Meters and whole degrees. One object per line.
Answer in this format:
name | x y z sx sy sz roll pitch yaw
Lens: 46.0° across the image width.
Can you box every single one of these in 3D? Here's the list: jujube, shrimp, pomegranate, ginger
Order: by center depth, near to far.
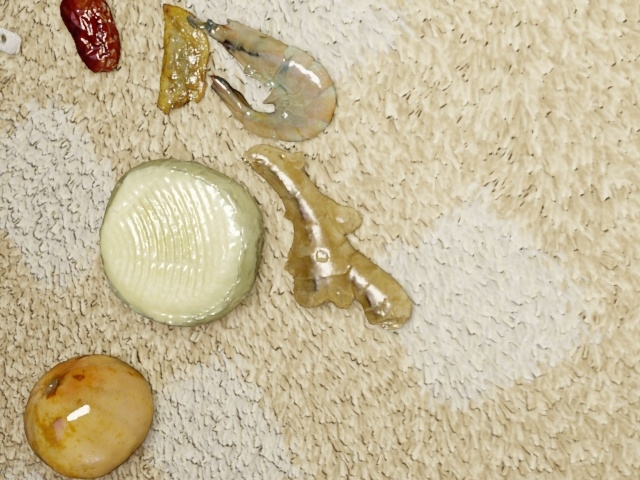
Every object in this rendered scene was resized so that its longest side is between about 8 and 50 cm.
ginger | 0.000 0.000 1.104 0.148 0.081 0.333 -29 90 19
shrimp | -0.094 -0.233 1.107 0.254 0.059 0.145 25 118 9
jujube | -0.355 -0.325 1.173 0.077 0.077 0.129 -12 102 22
pomegranate | -0.377 0.287 1.234 0.207 0.207 0.207 4 102 19

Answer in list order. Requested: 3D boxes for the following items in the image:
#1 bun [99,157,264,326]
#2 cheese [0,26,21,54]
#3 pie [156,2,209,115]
bun | -0.197 0.003 1.140 0.259 0.152 0.259 2 98 12
cheese | -0.606 -0.370 1.268 0.251 0.054 0.127 26 108 13
pie | -0.210 -0.274 1.153 0.092 0.034 0.170 10 98 20
